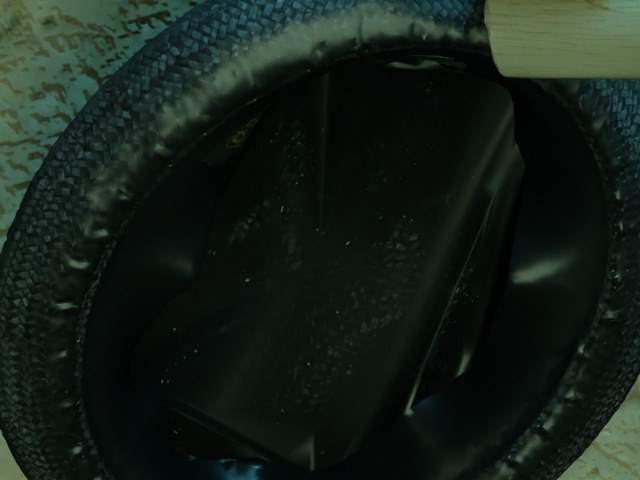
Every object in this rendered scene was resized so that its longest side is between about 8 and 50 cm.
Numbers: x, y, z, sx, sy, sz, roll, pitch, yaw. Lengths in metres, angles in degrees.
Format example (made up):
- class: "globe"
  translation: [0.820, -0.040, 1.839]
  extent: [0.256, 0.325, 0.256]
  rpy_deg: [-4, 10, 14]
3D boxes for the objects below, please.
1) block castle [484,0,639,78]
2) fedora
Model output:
- class: "block castle"
  translation: [0.146, -0.289, 0.626]
  extent: [0.213, 0.303, 0.453]
  rpy_deg: [-2, 139, 14]
- class: "fedora"
  translation: [0.000, 0.000, 0.890]
  extent: [0.334, 0.152, 0.334]
  rpy_deg: [-5, 120, -8]
